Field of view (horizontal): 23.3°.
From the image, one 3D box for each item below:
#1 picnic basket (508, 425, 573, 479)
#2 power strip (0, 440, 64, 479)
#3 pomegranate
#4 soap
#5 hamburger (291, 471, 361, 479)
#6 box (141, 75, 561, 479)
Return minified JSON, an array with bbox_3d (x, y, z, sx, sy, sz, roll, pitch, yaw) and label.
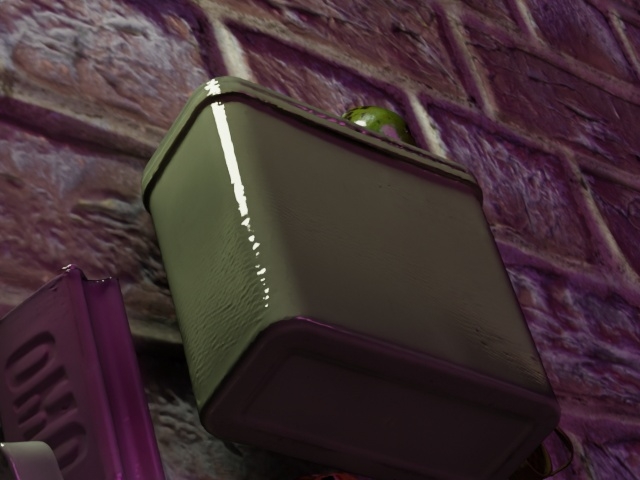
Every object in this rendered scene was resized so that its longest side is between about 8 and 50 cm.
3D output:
[{"bbox_3d":[0.255,0.246,1.818,0.072,0.083,0.072,34,36,-29],"label":"picnic basket"},{"bbox_3d":[-0.176,0.331,1.116,0.062,0.091,0.385,3,57,-57],"label":"power strip"},{"bbox_3d":[0.047,-0.094,1.851,0.161,0.122,0.122,-29,84,-33],"label":"pomegranate"},{"bbox_3d":[-0.199,0.138,1.248,0.065,0.122,0.203,19,44,-46],"label":"soap"},{"bbox_3d":[-0.006,0.312,1.369,0.231,0.106,0.231,38,38,-37],"label":"hamburger"},{"bbox_3d":[0.026,0.050,1.500,0.352,0.177,0.344,20,34,-30],"label":"box"}]
